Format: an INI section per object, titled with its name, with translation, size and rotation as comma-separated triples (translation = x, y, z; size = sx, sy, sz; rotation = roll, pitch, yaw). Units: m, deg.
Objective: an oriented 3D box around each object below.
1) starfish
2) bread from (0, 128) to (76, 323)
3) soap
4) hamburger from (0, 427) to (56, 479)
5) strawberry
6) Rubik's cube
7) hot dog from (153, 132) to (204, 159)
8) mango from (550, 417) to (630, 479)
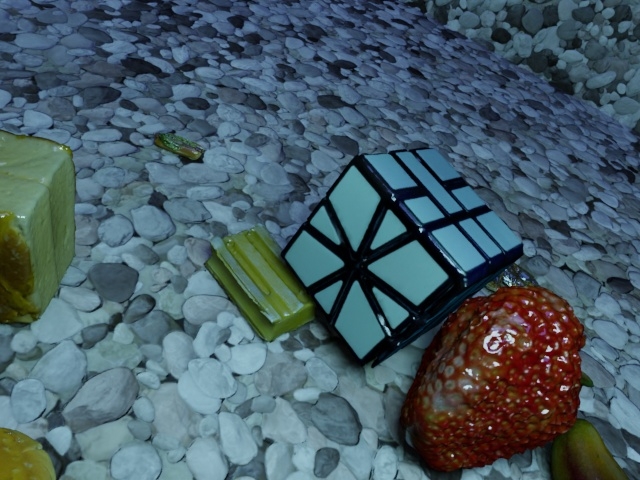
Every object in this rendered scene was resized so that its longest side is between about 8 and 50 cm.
[starfish]
translation = 0.448, 0.049, 1.286
size = 0.238, 0.071, 0.216
rotation = 43, 40, 7
[bread]
translation = -0.556, -0.026, 0.806
size = 0.279, 0.279, 0.207
rotation = 14, 41, -12
[soap]
translation = -0.115, 0.078, 1.018
size = 0.135, 0.076, 0.233
rotation = -20, 57, -37
[hamburger]
translation = -0.401, 0.335, 0.548
size = 0.244, 0.163, 0.244
rotation = 12, 21, -5
[strawberry]
translation = 0.283, 0.236, 0.884
size = 0.351, 0.312, 0.267
rotation = -27, 38, -19
[Rubik's cube]
translation = 0.152, 0.021, 0.967
size = 0.283, 0.288, 0.293
rotation = -18, 65, -51
[hot dog]
translation = -0.350, -0.238, 1.265
size = 0.133, 0.041, 0.056
rotation = 18, 43, -4
[mango]
translation = 0.471, 0.437, 0.866
size = 0.133, 0.111, 0.268
rotation = 0, 46, 0
